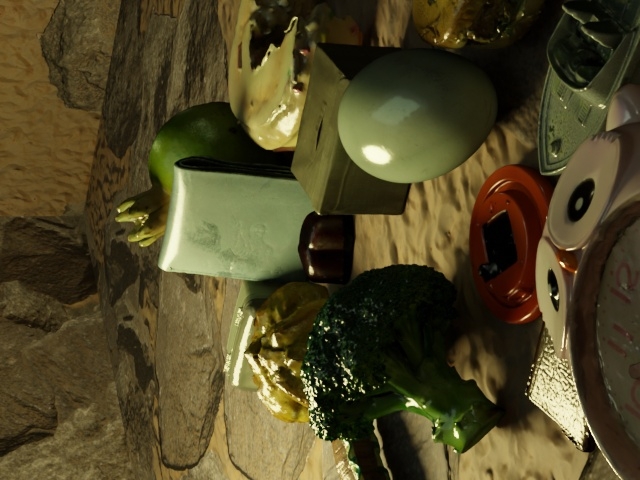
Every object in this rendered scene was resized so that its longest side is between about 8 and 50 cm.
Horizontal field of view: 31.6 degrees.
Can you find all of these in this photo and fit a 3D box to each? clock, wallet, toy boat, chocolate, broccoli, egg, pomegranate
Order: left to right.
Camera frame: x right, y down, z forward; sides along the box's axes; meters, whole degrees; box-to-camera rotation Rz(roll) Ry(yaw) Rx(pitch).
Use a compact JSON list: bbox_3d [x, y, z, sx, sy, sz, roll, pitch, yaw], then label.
[{"bbox_3d":[-0.210,-0.093,2.194,0.216,0.359,0.309,30,144,41],"label":"pomegranate"},{"bbox_3d":[-0.144,-0.031,2.091,0.054,0.291,0.251,-100,21,-52],"label":"wallet"},{"bbox_3d":[0.000,0.000,2.009,0.125,0.080,0.148,-145,56,-63],"label":"chocolate"},{"bbox_3d":[0.070,0.328,1.834,0.099,0.108,0.292,-30,50,26],"label":"toy boat"},{"bbox_3d":[0.109,0.182,1.574,0.297,0.298,0.297,45,137,24],"label":"broccoli"},{"bbox_3d":[0.132,-0.172,1.547,0.264,0.183,0.182,-9,82,57],"label":"egg"},{"bbox_3d":[0.246,0.005,1.446,0.205,0.051,0.205,180,90,-67],"label":"clock"},{"bbox_3d":[0.308,0.110,1.319,0.133,0.039,0.243,42,129,53],"label":"wallet"},{"bbox_3d":[0.303,-0.202,1.248,0.141,0.092,0.319,-114,31,-47],"label":"toy boat"},{"bbox_3d":[0.354,0.055,0.929,0.376,0.251,0.368,47,134,50],"label":"clock"}]

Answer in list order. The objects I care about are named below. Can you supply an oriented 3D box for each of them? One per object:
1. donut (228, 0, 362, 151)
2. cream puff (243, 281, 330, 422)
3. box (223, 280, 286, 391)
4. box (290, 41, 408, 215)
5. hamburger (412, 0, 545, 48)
[{"bbox_3d":[-0.052,-0.313,2.020,0.371,0.150,0.307,-125,47,-56],"label":"donut"},{"bbox_3d":[-0.031,0.197,1.988,0.244,0.196,0.244,35,142,32],"label":"cream puff"},{"bbox_3d":[-0.105,0.182,2.187,0.129,0.148,0.210,-111,31,-56],"label":"box"},{"bbox_3d":[0.059,-0.172,1.764,0.149,0.156,0.231,-122,37,-52],"label":"box"},{"bbox_3d":[0.204,-0.335,1.454,0.215,0.122,0.189,-152,70,-69],"label":"hamburger"}]
